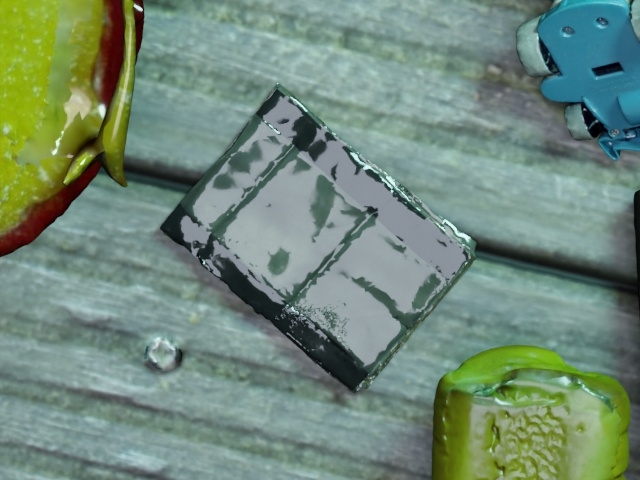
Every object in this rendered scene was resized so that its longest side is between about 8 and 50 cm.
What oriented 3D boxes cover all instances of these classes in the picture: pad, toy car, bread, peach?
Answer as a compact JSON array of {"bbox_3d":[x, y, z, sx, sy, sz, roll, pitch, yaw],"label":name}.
[{"bbox_3d":[0.000,0.000,1.454,0.233,0.022,0.174,40,102,-2],"label":"pad"},{"bbox_3d":[0.249,-0.154,1.377,0.126,0.098,0.161,-12,131,34],"label":"toy car"},{"bbox_3d":[0.175,0.275,1.443,0.166,0.112,0.384,3,102,7],"label":"bread"},{"bbox_3d":[-0.316,-0.191,1.302,0.335,0.310,0.406,-16,116,-26],"label":"peach"}]

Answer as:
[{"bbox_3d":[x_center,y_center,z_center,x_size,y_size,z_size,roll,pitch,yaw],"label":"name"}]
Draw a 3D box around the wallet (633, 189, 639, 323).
[{"bbox_3d":[0.384,0.146,1.423,0.228,0.062,0.406,-2,100,6],"label":"wallet"}]
